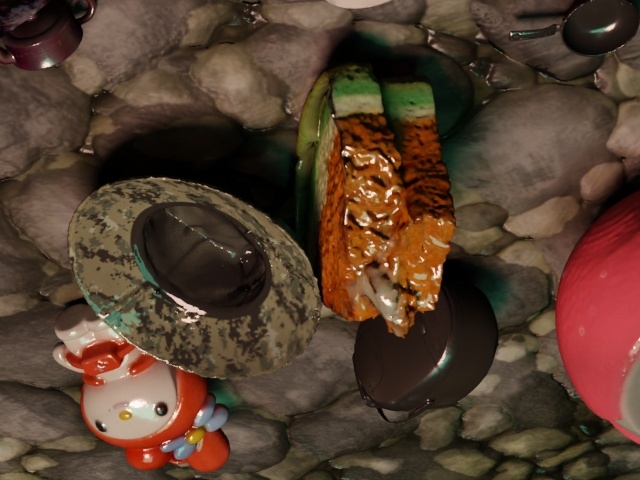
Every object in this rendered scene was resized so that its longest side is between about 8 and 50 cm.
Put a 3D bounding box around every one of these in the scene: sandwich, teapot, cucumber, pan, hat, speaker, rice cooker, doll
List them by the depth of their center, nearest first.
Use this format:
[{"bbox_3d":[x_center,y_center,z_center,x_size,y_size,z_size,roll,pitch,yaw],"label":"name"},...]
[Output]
[{"bbox_3d":[-0.232,-0.179,0.926,0.100,0.068,0.045,-37,140,-14],"label":"teapot"},{"bbox_3d":[0.220,-0.191,0.971,0.115,0.023,0.068,-5,143,-2],"label":"pan"},{"bbox_3d":[0.050,-0.034,1.034,0.109,0.212,0.292,-11,125,-17],"label":"sandwich"},{"bbox_3d":[-0.117,0.006,1.119,0.266,0.128,0.265,4,130,5],"label":"hat"},{"bbox_3d":[0.380,0.071,1.120,0.294,0.294,0.294,-2,142,-1],"label":"speaker"},{"bbox_3d":[0.000,0.000,1.194,0.032,0.032,0.133,-20,140,20],"label":"cucumber"},{"bbox_3d":[0.118,0.124,1.275,0.118,0.142,0.203,6,146,-31],"label":"rice cooker"},{"bbox_3d":[-0.211,0.187,1.337,0.161,0.129,0.290,-20,125,11],"label":"doll"}]

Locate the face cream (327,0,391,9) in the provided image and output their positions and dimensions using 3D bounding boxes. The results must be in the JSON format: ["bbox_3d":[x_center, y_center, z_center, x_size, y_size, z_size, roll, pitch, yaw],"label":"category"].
[{"bbox_3d":[0.001,-0.256,0.698,0.096,0.095,0.214,-16,138,17],"label":"face cream"}]

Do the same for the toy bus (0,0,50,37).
[{"bbox_3d":[-0.249,-0.242,0.798,0.303,0.127,0.147,-25,132,28],"label":"toy bus"}]
